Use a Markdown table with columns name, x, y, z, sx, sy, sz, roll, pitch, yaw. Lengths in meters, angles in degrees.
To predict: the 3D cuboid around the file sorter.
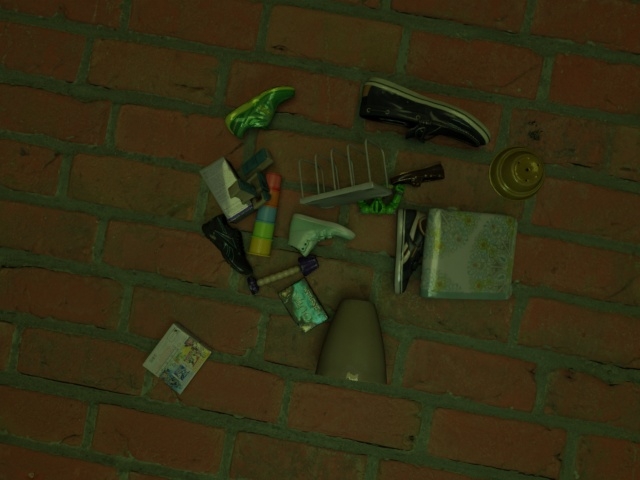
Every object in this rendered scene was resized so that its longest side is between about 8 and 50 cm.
| name | x | y | z | sx | sy | sz | roll | pitch | yaw |
| --- | --- | --- | --- | --- | --- | --- | --- | --- | --- |
| file sorter | 0.082 | -0.229 | 1.449 | 0.277 | 0.192 | 0.173 | -10 | 83 | 28 |

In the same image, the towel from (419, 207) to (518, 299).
| name | x | y | z | sx | sy | sz | roll | pitch | yaw |
| --- | --- | --- | --- | --- | --- | --- | --- | --- | --- |
| towel | 0.541 | 0.055 | 1.487 | 0.373 | 0.090 | 0.321 | 4 | 91 | -17 |

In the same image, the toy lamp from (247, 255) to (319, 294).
| name | x | y | z | sx | sy | sz | roll | pitch | yaw |
| --- | --- | --- | --- | --- | --- | --- | --- | --- | --- |
| toy lamp | -0.140 | 0.127 | 1.554 | 0.274 | 0.080 | 0.080 | -21 | 89 | 0 |

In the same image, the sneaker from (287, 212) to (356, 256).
| name | x | y | z | sx | sy | sz | roll | pitch | yaw |
| --- | --- | --- | --- | --- | --- | --- | --- | --- | --- |
| sneaker | 0.000 | 0.000 | 1.541 | 0.255 | 0.094 | 0.151 | 14 | 84 | 11 |

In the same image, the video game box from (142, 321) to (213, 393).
| name | x | y | z | sx | sy | sz | roll | pitch | yaw |
| --- | --- | --- | --- | --- | --- | --- | --- | --- | --- |
| video game box | -0.549 | 0.452 | 1.579 | 0.187 | 0.048 | 0.205 | 37 | 91 | 3 |

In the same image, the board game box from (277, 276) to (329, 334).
| name | x | y | z | sx | sy | sz | roll | pitch | yaw |
| --- | --- | --- | --- | --- | --- | --- | --- | --- | --- |
| board game box | -0.067 | 0.252 | 1.577 | 0.126 | 0.026 | 0.186 | -32 | 89 | 1 |

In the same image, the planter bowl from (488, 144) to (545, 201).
| name | x | y | z | sx | sy | sz | roll | pitch | yaw |
| --- | --- | --- | --- | --- | --- | --- | --- | --- | --- |
| planter bowl | 0.754 | -0.257 | 1.526 | 0.216 | 0.090 | 0.218 | 0 | 90 | 2 |

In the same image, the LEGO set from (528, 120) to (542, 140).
| name | x | y | z | sx | sy | sz | roll | pitch | yaw |
| --- | --- | --- | --- | --- | --- | --- | --- | --- | --- |
| LEGO set | 0.819 | -0.415 | 1.563 | 0.054 | 0.023 | 0.083 | 2 | 77 | -1 |

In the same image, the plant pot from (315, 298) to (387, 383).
| name | x | y | z | sx | sy | sz | roll | pitch | yaw |
| --- | --- | --- | --- | --- | --- | --- | --- | --- | --- |
| plant pot | 0.121 | 0.360 | 1.482 | 0.256 | 0.256 | 0.275 | 6 | 73 | 2 |

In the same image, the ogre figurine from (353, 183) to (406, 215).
| name | x | y | z | sx | sy | sz | roll | pitch | yaw |
| --- | --- | --- | --- | --- | --- | --- | --- | --- | --- |
| ogre figurine | 0.214 | -0.154 | 1.538 | 0.196 | 0.097 | 0.118 | 5 | 82 | -5 |

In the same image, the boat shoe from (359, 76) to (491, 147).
| name | x | y | z | sx | sy | sz | roll | pitch | yaw |
| --- | --- | --- | --- | --- | --- | --- | --- | --- | --- |
| boat shoe | 0.371 | -0.436 | 1.498 | 0.499 | 0.187 | 0.156 | 24 | 95 | 6 |

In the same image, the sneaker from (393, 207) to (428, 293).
| name | x | y | z | sx | sy | sz | roll | pitch | yaw |
| --- | --- | --- | --- | --- | --- | --- | --- | --- | --- |
| sneaker | 0.338 | 0.043 | 1.518 | 0.127 | 0.126 | 0.322 | 5 | 88 | 7 |

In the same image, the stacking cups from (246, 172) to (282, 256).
| name | x | y | z | sx | sy | sz | roll | pitch | yaw |
| --- | --- | --- | --- | --- | --- | --- | --- | --- | --- |
| stacking cups | -0.212 | -0.099 | 1.553 | 0.095 | 0.096 | 0.317 | 8 | 88 | 2 |

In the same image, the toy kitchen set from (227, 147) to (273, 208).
| name | x | y | z | sx | sy | sz | roll | pitch | yaw |
| --- | --- | --- | --- | --- | --- | --- | --- | --- | --- |
| toy kitchen set | -0.249 | -0.240 | 1.462 | 0.122 | 0.166 | 0.207 | -33 | 61 | 23 |

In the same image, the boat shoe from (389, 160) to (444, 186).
| name | x | y | z | sx | sy | sz | roll | pitch | yaw |
| --- | --- | --- | --- | --- | --- | --- | --- | --- | --- |
| boat shoe | 0.368 | -0.239 | 1.544 | 0.206 | 0.073 | 0.073 | -15 | 87 | 2 |

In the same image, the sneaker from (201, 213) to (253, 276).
| name | x | y | z | sx | sy | sz | roll | pitch | yaw |
| --- | --- | --- | --- | --- | --- | --- | --- | --- | --- |
| sneaker | -0.335 | 0.018 | 1.549 | 0.106 | 0.101 | 0.267 | -39 | 89 | -1 |

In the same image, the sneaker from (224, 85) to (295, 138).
| name | x | y | z | sx | sy | sz | roll | pitch | yaw |
| --- | --- | --- | --- | --- | --- | --- | --- | --- | --- |
| sneaker | -0.220 | -0.492 | 1.560 | 0.295 | 0.109 | 0.124 | -32 | 111 | 0 |

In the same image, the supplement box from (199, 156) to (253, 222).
| name | x | y | z | sx | sy | sz | roll | pitch | yaw |
| --- | --- | --- | --- | --- | --- | --- | --- | --- | --- |
| supplement box | -0.344 | -0.187 | 1.544 | 0.113 | 0.111 | 0.220 | -32 | 89 | 1 |
